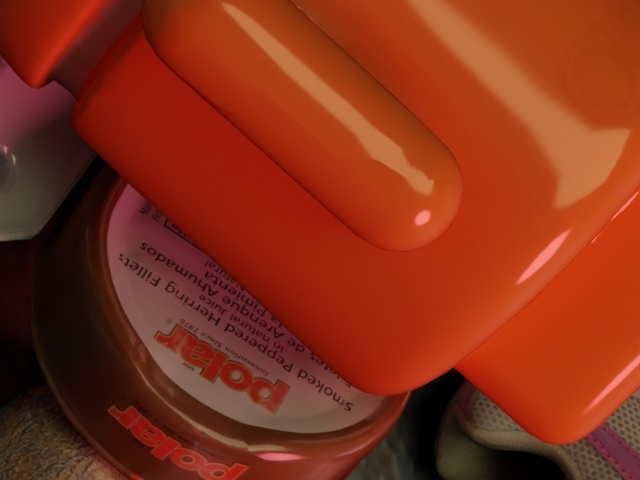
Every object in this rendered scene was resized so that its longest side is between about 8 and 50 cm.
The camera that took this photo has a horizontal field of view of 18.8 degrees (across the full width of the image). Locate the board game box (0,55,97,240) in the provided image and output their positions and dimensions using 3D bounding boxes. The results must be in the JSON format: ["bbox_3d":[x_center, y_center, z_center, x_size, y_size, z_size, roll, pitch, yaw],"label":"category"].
[{"bbox_3d":[-0.119,-0.263,0.523,0.390,0.050,0.390,48,59,-27],"label":"board game box"}]

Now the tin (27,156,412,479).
[{"bbox_3d":[-0.013,-0.005,0.551,0.106,0.040,0.190,31,43,-6],"label":"tin"}]

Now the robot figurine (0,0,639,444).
[{"bbox_3d":[0.005,-0.050,0.477,0.219,0.128,0.158,43,53,-5],"label":"robot figurine"}]

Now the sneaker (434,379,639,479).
[{"bbox_3d":[0.115,0.135,0.633,0.111,0.103,0.252,-19,70,-26],"label":"sneaker"}]

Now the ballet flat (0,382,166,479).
[{"bbox_3d":[0.007,0.154,0.562,0.316,0.107,0.106,49,46,-26],"label":"ballet flat"}]
